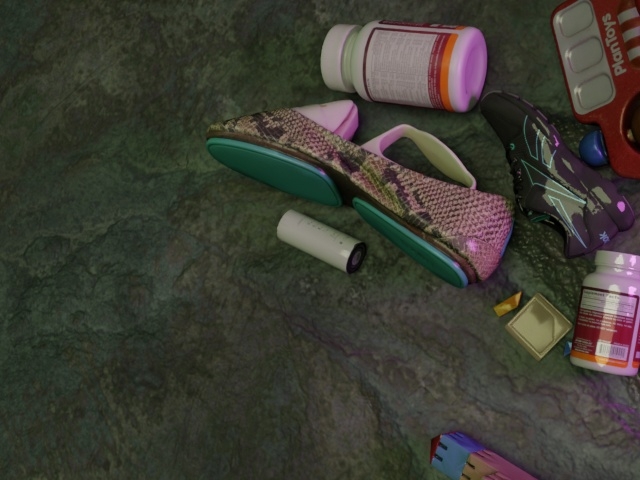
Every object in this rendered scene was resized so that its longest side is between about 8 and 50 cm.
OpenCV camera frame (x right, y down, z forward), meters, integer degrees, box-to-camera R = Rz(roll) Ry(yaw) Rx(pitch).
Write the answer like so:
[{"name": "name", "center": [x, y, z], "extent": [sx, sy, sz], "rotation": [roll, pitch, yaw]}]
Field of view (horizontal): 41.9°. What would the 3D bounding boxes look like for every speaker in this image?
[{"name": "speaker", "center": [0.000, 0.000, 1.293], "extent": [0.136, 0.055, 0.055], "rotation": [25, 96, 26]}]

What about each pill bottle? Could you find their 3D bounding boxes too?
[{"name": "pill bottle", "center": [0.120, -0.258, 1.223], "extent": [0.221, 0.121, 0.121], "rotation": [12, 90, 28]}, {"name": "pill bottle", "center": [0.376, 0.093, 1.077], "extent": [0.086, 0.086, 0.152], "rotation": [10, 89, 27]}]

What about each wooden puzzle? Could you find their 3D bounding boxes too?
[{"name": "wooden puzzle", "center": [0.300, 0.118, 1.154], "extent": [0.078, 0.014, 0.116], "rotation": [-45, 67, 20]}]

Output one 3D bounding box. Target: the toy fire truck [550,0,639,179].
[{"name": "toy fire truck", "center": [0.431, -0.207, 1.059], "extent": [0.254, 0.169, 0.302], "rotation": [-23, 73, 48]}]

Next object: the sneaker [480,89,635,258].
[{"name": "sneaker", "center": [0.294, -0.093, 1.123], "extent": [0.106, 0.101, 0.267], "rotation": [-41, 67, 7]}]

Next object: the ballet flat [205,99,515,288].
[{"name": "ballet flat", "center": [0.065, -0.105, 1.236], "extent": [0.483, 0.164, 0.182], "rotation": [28, 75, 21]}]

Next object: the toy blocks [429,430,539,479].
[{"name": "toy blocks", "center": [0.195, 0.436, 1.096], "extent": [0.261, 0.191, 0.381], "rotation": [26, 102, 38]}]
